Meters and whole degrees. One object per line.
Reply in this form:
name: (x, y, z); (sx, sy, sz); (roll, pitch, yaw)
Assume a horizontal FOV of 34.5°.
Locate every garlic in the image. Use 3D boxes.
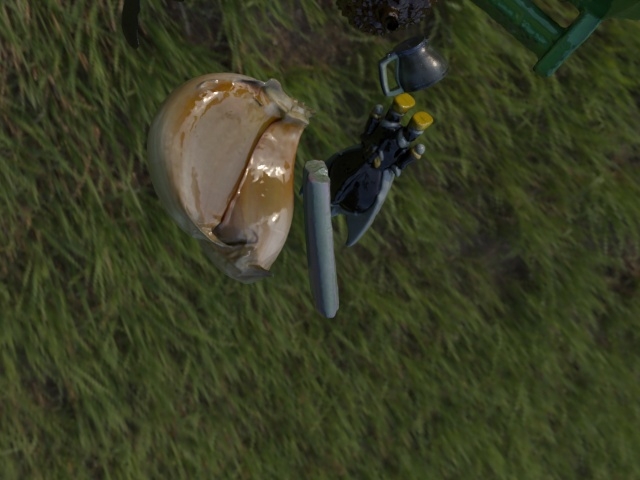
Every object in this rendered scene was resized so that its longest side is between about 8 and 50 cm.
garlic: (-0.141, -0.106, 1.635); (0.286, 0.250, 0.313); (46, 63, -76)

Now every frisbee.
frisbee: (-0.255, -0.376, 1.412); (0.012, 0.187, 0.211); (-26, -175, -34)

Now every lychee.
lychee: (0.109, -0.434, 1.717); (0.200, 0.238, 0.200); (2, 142, 2)

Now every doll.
doll: (0.083, -0.137, 1.926); (0.146, 0.103, 0.316); (34, 123, -7)

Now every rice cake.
rice cake: (0.000, -0.001, 1.491); (0.042, 0.080, 0.221); (-4, 112, -2)

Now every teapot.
teapot: (0.110, -0.215, 1.270); (0.088, 0.066, 0.057); (-29, 114, -1)

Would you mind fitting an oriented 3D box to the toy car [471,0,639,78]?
toy car: (0.182, -0.239, 0.651); (0.176, 0.213, 0.359); (-49, -179, -1)
